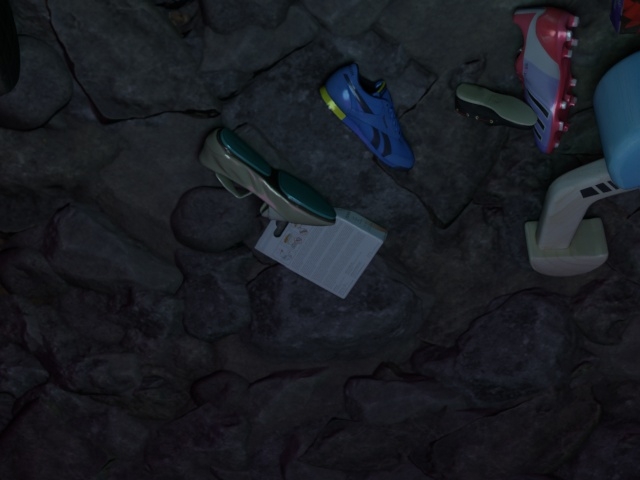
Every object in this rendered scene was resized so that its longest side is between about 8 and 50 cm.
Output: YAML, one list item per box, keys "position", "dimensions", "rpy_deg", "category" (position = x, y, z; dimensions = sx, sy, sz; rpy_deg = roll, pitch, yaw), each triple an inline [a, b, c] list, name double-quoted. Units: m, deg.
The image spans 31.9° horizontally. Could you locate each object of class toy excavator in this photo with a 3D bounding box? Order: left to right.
- position: [0.478, -0.129, 1.677]
  dimensions: [0.445, 0.222, 0.433]
  rpy_deg: [-15, 144, 21]
  category: "toy excavator"

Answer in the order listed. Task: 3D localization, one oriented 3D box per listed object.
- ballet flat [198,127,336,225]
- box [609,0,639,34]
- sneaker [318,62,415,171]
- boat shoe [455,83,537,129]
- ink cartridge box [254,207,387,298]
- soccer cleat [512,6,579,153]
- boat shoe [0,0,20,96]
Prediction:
- position: [-0.089, -0.084, 1.773]
  dimensions: [0.248, 0.086, 0.086]
  rpy_deg: [37, 118, -17]
  category: "ballet flat"
- position: [0.568, -0.396, 1.573]
  dimensions: [0.293, 0.057, 0.200]
  rpy_deg: [-3, 129, 0]
  category: "box"
- position: [0.091, -0.186, 1.709]
  dimensions: [0.082, 0.069, 0.209]
  rpy_deg: [-37, 121, 19]
  category: "sneaker"
- position: [0.266, -0.196, 1.697]
  dimensions: [0.133, 0.049, 0.042]
  rpy_deg: [23, 140, 20]
  category: "boat shoe"
- position: [0.000, 0.000, 1.881]
  dimensions: [0.179, 0.045, 0.145]
  rpy_deg: [31, 123, -3]
  category: "ink cartridge box"
- position: [0.333, -0.241, 1.684]
  dimensions: [0.095, 0.083, 0.248]
  rpy_deg: [17, 138, 23]
  category: "soccer cleat"
- position: [-0.520, -0.345, 1.530]
  dimensions: [0.120, 0.122, 0.324]
  rpy_deg: [-12, 120, 13]
  category: "boat shoe"
